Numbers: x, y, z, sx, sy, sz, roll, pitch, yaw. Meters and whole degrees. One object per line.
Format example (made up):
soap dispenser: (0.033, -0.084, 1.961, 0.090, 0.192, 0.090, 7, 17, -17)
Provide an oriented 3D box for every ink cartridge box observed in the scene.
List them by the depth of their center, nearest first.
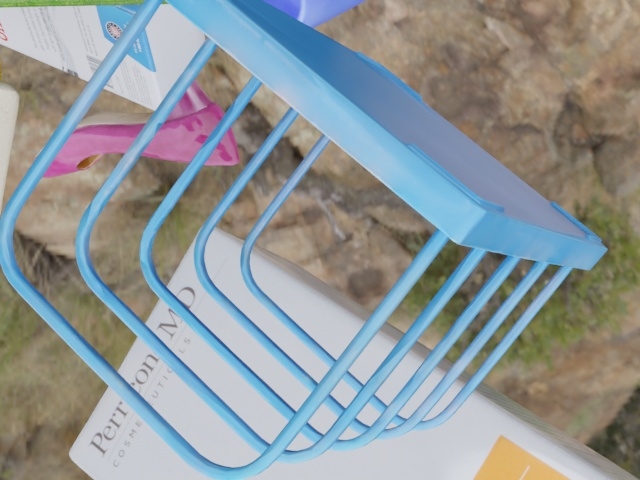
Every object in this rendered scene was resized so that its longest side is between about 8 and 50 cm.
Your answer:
ink cartridge box: (-0.204, -0.207, 1.082, 0.191, 0.082, 0.139, 26, 155, 16)

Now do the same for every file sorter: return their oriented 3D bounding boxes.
file sorter: (0.000, 0.000, 0.404, 0.104, 0.118, 0.170, -52, 160, 12)

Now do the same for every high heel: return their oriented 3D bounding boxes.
high heel: (-0.194, -0.087, 1.291, 0.244, 0.082, 0.117, -26, 99, 28)

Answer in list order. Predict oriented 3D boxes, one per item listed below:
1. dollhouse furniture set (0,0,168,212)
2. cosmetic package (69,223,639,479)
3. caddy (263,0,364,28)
dollhouse furniture set: (-0.227, -0.171, 0.903, 0.151, 0.197, 0.301, -13, 139, -37)
cosmetic package: (0.048, 0.196, 0.951, 0.230, 0.453, 0.161, -60, 147, 1)
caddy: (-0.020, -0.273, 0.639, 0.341, 0.179, 0.241, 51, 147, -3)
